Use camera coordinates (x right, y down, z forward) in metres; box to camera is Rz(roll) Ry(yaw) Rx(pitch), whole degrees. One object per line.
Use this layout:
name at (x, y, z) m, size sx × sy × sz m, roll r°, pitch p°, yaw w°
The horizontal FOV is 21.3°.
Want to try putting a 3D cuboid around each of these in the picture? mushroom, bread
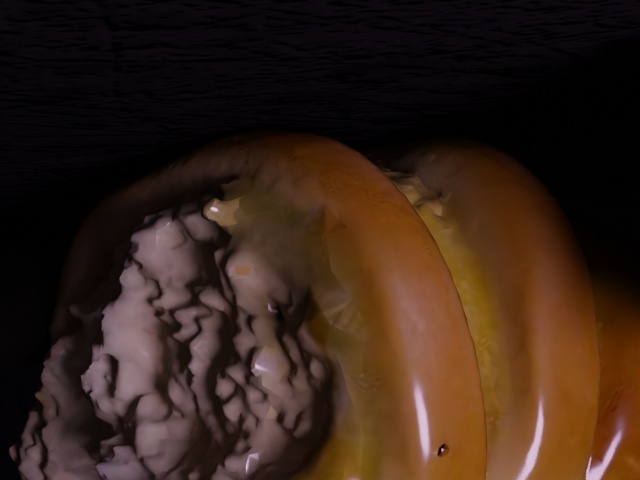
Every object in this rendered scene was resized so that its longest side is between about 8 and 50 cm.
mushroom at (-0.263, 0.054, 1.079) m, size 0.188 × 0.117 × 0.141 m, roll -3°, pitch 164°, yaw 11°
bread at (0.016, 0.046, 0.811) m, size 0.270 × 0.211 × 0.316 m, roll -12°, pitch -173°, yaw -32°
